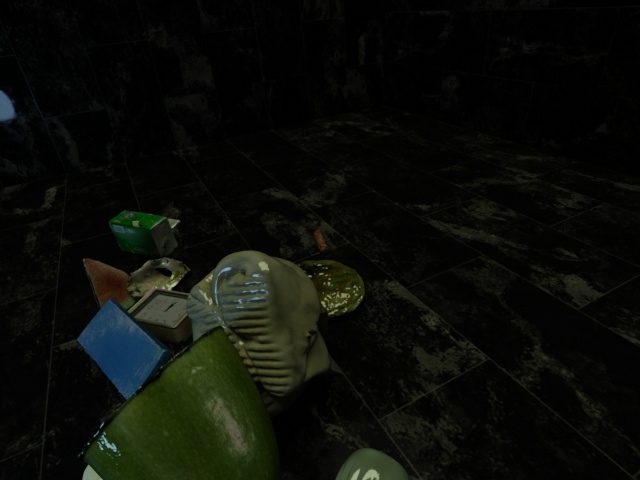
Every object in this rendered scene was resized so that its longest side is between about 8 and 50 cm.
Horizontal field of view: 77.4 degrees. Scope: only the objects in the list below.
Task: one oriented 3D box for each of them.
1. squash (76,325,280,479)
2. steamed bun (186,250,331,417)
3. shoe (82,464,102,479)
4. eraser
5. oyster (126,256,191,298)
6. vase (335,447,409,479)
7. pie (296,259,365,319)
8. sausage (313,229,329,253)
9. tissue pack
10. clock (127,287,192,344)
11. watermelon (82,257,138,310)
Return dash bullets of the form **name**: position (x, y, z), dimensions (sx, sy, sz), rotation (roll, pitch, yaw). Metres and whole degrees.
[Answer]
- **squash**: position (-0.187, 0.365, 0.708), dimensions (0.309, 0.310, 0.310), rotation (42, 45, 6)
- **steamed bun**: position (-0.122, 0.206, 0.933), dimensions (0.343, 0.367, 0.255), rotation (-18, -6, 36)
- **shoe**: position (-0.366, 0.469, 0.722), dimensions (0.265, 0.110, 0.095), rotation (25, 43, 36)
- **eraser**: position (-0.518, 0.280, 1.050), dimensions (0.312, 0.042, 0.144), rotation (23, 73, 35)
- **oyster**: position (-0.546, 0.122, 1.335), dimensions (0.072, 0.133, 0.209), rotation (-26, 20, 50)
- **vase**: position (0.052, 0.473, 0.644), dimensions (0.128, 0.128, 0.248), rotation (15, 46, 30)
- **pie**: position (-0.022, 0.141, 1.247), dimensions (0.323, 0.070, 0.323), rotation (-4, 30, 2)
- **sausage**: position (0.000, 0.000, 1.507), dimensions (0.036, 0.042, 0.158), rotation (-42, 28, 12)
- **tissue pack**: position (-0.669, -0.037, 1.558), dimensions (0.209, 0.148, 0.156), rotation (8, 35, 21)
- **clock**: position (-0.454, 0.218, 1.182), dimensions (0.192, 0.071, 0.147), rotation (7, 33, 20)
- **watermelon**: position (-0.688, 0.158, 1.253), dimensions (0.136, 0.202, 0.207), rotation (-41, 26, 15)
